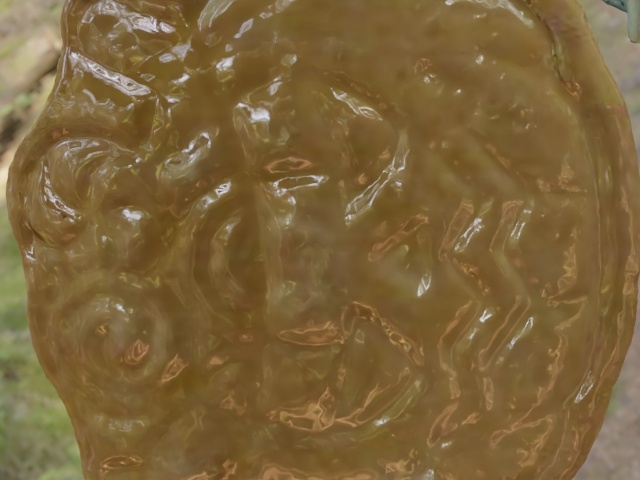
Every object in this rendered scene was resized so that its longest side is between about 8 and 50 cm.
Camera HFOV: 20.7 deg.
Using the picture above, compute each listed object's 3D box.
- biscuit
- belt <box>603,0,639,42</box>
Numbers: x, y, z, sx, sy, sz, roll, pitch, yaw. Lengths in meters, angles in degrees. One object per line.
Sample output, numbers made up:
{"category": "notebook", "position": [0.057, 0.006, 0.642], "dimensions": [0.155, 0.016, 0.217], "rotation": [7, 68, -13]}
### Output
{"category": "biscuit", "position": [0.000, 0.000, 0.996], "dimensions": [0.365, 0.385, 0.062], "rotation": [-6, 8, 12]}
{"category": "belt", "position": [0.175, -0.151, 0.712], "dimensions": [0.163, 0.082, 0.148], "rotation": [-16, 35, -6]}
